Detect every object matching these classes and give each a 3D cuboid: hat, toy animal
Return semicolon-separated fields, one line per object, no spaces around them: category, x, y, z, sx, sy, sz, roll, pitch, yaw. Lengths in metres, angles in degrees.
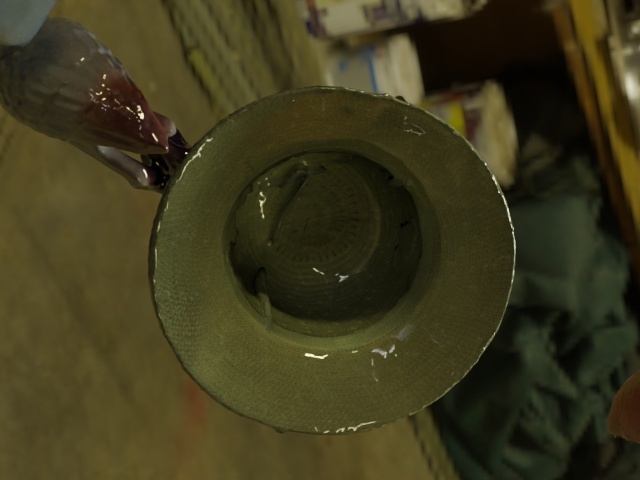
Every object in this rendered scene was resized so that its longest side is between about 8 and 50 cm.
hat;0.000;0.000;1.132;0.130;0.257;0.257;-117;-169;-71
toy animal;-0.217;-0.131;1.256;0.324;0.090;0.195;39;-10;-10

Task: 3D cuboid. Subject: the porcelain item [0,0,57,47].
porcelain item;-0.331;-0.257;1.019;0.178;0.242;0.405;42;14;34

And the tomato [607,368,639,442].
tomato;0.374;0.153;1.401;0.237;0.237;0.095;13;85;-70
